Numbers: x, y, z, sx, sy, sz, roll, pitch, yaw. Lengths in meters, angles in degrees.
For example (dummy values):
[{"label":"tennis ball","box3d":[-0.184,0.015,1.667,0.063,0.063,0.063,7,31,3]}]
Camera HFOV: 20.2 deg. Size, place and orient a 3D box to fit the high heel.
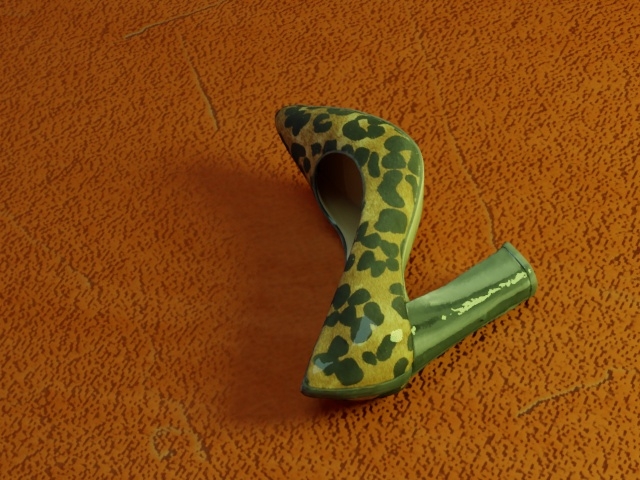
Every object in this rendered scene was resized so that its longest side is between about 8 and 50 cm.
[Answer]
[{"label":"high heel","box3d":[0.000,0.000,1.263,0.186,0.093,0.261,-29,52,-27]}]
